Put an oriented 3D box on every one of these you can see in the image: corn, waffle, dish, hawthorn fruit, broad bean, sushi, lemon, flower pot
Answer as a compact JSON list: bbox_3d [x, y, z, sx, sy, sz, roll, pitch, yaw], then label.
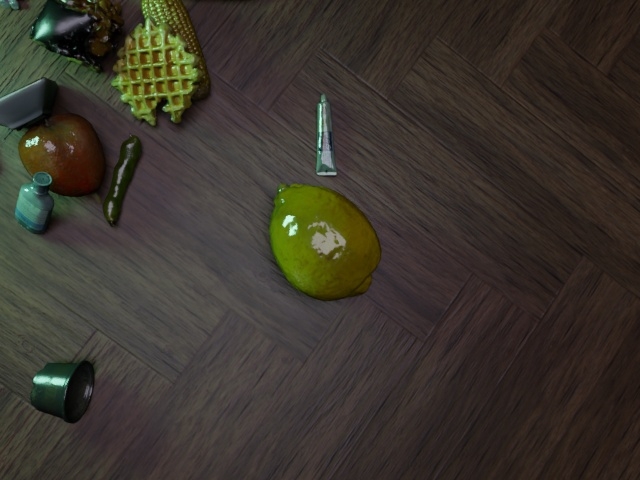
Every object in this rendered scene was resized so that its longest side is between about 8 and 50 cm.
[{"bbox_3d":[-0.385,-0.537,1.655,0.119,0.119,0.322,-26,96,-9],"label":"corn"},{"bbox_3d":[-0.438,-0.436,1.614,0.250,0.056,0.261,42,119,2],"label":"waffle"},{"bbox_3d":[-0.739,-0.330,1.537,0.181,0.243,0.080,-30,107,-9],"label":"dish"},{"bbox_3d":[-0.640,-0.196,1.568,0.199,0.199,0.251,-33,105,-9],"label":"hawthorn fruit"},{"bbox_3d":[-0.534,-0.162,1.640,0.052,0.052,0.256,20,82,-45],"label":"broad bean"},{"bbox_3d":[-0.621,-0.562,1.593,0.200,0.213,0.204,25,97,-28],"label":"sushi"},{"bbox_3d":[0.004,0.006,1.598,0.316,0.285,0.285,29,82,-25],"label":"lemon"},{"bbox_3d":[-0.653,0.374,1.545,0.106,0.157,0.158,8,85,6],"label":"flower pot"}]

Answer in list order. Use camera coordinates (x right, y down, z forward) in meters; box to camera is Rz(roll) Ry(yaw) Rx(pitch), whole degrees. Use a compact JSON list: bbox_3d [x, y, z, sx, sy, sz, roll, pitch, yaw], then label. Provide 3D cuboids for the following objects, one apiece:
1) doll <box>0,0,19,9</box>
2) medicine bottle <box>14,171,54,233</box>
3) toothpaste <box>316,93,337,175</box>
[{"bbox_3d":[-0.820,-0.709,1.627,0.094,0.079,0.180,6,98,-22],"label":"doll"},{"bbox_3d":[-0.714,-0.096,1.539,0.090,0.208,0.054,40,45,-4],"label":"medicine bottle"},{"bbox_3d":[0.014,-0.298,1.737,0.060,0.038,0.234,-2,89,-5],"label":"toothpaste"}]
